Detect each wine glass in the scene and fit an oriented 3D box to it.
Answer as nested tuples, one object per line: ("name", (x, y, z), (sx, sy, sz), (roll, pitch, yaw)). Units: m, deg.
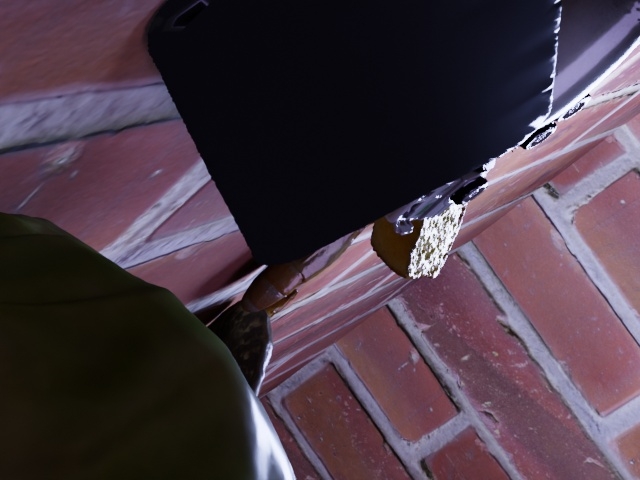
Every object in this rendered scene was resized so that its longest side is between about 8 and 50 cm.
("wine glass", (0.155, -0.144, 0.945), (0.204, 0.111, 0.111), (-36, 172, 24))

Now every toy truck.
("toy truck", (0.132, -0.111, 1.109), (0.125, 0.101, 0.242), (-17, 159, -51))

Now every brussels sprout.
("brussels sprout", (-0.190, 0.208, 0.704), (0.342, 0.361, 0.425), (-34, 172, -41))

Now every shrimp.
("shrimp", (0.002, 0.003, 1.410), (0.236, 0.053, 0.133), (-40, 177, 15))

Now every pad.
("pad", (0.059, -0.132, 0.777), (0.314, 0.063, 0.375), (-26, 158, -4))

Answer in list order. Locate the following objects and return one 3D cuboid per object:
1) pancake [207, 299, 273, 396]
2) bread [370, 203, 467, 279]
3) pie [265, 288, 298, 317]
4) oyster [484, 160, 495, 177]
("pancake", (-0.144, 0.202, 1.500), (0.286, 0.033, 0.288), (-56, -162, 8))
("bread", (0.117, -0.047, 1.338), (0.103, 0.065, 0.187), (-15, 129, -48))
("pie", (-0.117, 0.123, 1.701), (0.191, 0.033, 0.088), (-38, -179, -18))
("oyster", (0.160, -0.091, 1.495), (0.177, 0.056, 0.105), (-32, 165, -22))
